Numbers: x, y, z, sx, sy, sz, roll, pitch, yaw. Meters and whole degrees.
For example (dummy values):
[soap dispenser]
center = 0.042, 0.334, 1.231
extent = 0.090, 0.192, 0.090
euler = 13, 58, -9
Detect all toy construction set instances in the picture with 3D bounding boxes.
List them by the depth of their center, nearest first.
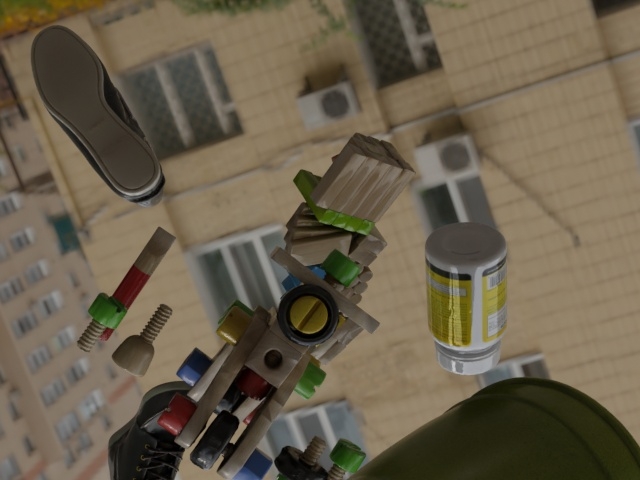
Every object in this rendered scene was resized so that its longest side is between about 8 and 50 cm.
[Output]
[toy construction set]
center = -0.074, 0.083, 1.239
extent = 0.237, 0.309, 0.257
euler = -56, 159, 5

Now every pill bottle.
[pill bottle]
center = 0.216, 0.088, 1.794
extent = 0.119, 0.208, 0.119
euler = -4, -148, 2

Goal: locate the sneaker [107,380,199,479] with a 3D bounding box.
[sneaker]
center = -0.185, 0.257, 1.441
extent = 0.083, 0.118, 0.222
euler = 13, 141, -26

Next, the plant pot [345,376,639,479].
[plant pot]
center = 0.165, 0.371, 1.456
extent = 0.353, 0.366, 0.367
euler = -6, 179, -44

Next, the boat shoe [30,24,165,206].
[boat shoe]
center = -0.350, -0.186, 1.900
extent = 0.112, 0.335, 0.095
euler = -32, 162, -8

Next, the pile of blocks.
[pile of blocks]
center = 0.000, 0.000, 1.566
extent = 0.149, 0.362, 0.112
euler = -7, -137, -26
